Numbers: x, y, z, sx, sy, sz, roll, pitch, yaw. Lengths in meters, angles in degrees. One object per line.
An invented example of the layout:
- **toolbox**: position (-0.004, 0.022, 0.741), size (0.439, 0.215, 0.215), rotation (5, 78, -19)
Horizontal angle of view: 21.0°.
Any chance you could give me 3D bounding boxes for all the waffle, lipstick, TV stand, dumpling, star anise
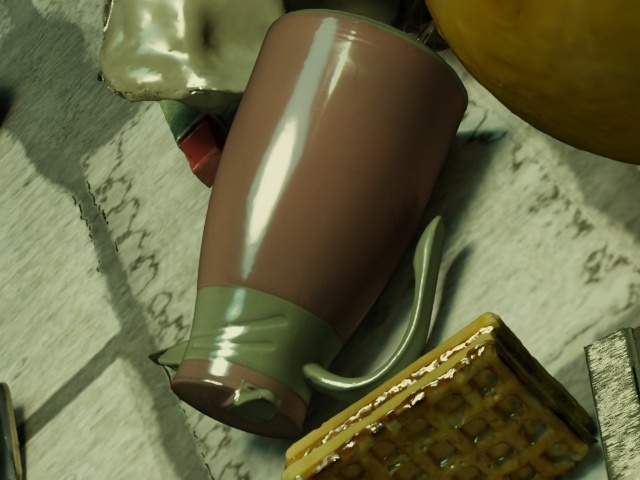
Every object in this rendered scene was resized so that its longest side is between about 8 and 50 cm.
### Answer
- **waffle**: position (0.063, 0.114, 0.928), size (0.148, 0.102, 0.042), rotation (-37, 28, 16)
- **lipstick**: position (-0.120, -0.132, 1.496), size (0.051, 0.051, 0.312), rotation (-43, 33, 10)
- **TV stand**: position (0.165, 0.146, 0.818), size (0.040, 0.049, 0.256), rotation (-31, 33, 23)
- **dumpling**: position (-0.061, -0.203, 1.371), size (0.204, 0.163, 0.293), rotation (-13, 23, 41)
- **star anise**: position (0.120, -0.181, 1.247), size (0.129, 0.056, 0.124), rotation (-32, 13, 5)

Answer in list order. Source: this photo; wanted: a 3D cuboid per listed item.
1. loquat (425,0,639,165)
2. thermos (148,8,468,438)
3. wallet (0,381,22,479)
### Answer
- **loquat**: position (0.185, -0.208, 0.933), size (0.328, 0.328, 0.359), rotation (-48, 47, -1)
- **thermos**: position (0.000, 0.000, 1.122), size (0.176, 0.146, 0.265), rotation (9, 67, 26)
- **wallet**: position (-0.328, 0.207, 1.347), size (0.231, 0.069, 0.170), rotation (-37, 37, 19)
